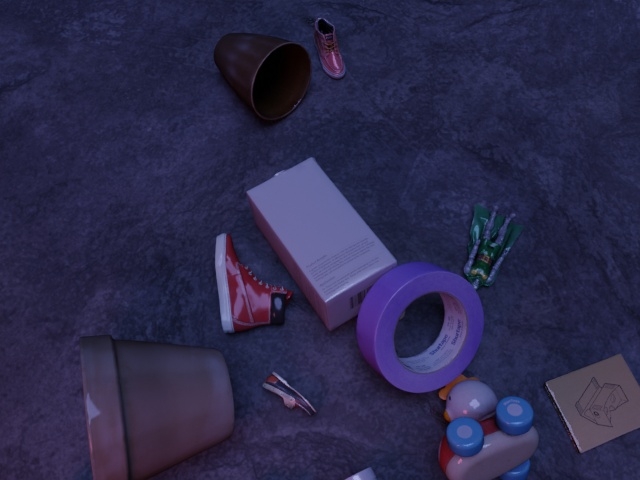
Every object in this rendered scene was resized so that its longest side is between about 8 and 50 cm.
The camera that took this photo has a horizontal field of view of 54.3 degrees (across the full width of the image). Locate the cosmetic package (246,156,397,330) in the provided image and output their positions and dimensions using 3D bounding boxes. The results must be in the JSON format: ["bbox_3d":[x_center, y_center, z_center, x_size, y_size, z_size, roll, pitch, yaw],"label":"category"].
[{"bbox_3d":[0.000,0.000,1.476,0.197,0.155,0.365,-28,58,-13],"label":"cosmetic package"}]

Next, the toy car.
[{"bbox_3d":[0.320,0.386,1.340,0.210,0.219,0.238,-20,38,-9],"label":"toy car"}]

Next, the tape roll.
[{"bbox_3d":[0.220,0.189,1.369,0.275,0.090,0.274,-6,105,-23],"label":"tape roll"}]

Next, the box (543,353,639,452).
[{"bbox_3d":[0.635,0.367,1.418,0.201,0.021,0.164,-18,67,-9],"label":"box"}]

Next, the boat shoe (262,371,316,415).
[{"bbox_3d":[-0.069,0.351,1.402,0.137,0.049,0.043,36,73,17],"label":"boat shoe"}]

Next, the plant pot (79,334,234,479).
[{"bbox_3d":[-0.337,0.339,1.292,0.281,0.323,0.323,-6,65,-22],"label":"plant pot"}]

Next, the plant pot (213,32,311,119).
[{"bbox_3d":[-0.181,-0.475,1.710,0.230,0.215,0.215,35,69,30],"label":"plant pot"}]

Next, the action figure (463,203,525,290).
[{"bbox_3d":[0.416,0.027,1.552,0.137,0.063,0.232,23,71,6],"label":"action figure"}]

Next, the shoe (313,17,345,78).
[{"bbox_3d":[0.024,-0.555,1.798,0.064,0.081,0.178,-18,67,-9],"label":"shoe"}]

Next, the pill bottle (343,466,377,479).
[{"bbox_3d":[0.108,0.566,1.274,0.108,0.108,0.180,-24,68,-11],"label":"pill bottle"}]

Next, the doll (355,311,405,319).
[{"bbox_3d":[0.108,0.161,1.491,0.189,0.046,0.129,10,58,5],"label":"doll"}]

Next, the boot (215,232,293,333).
[{"bbox_3d":[-0.161,0.091,1.502,0.176,0.088,0.244,-10,74,-5],"label":"boot"}]
